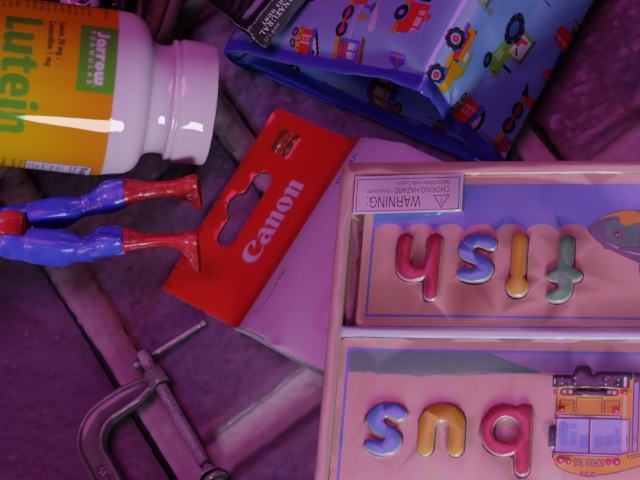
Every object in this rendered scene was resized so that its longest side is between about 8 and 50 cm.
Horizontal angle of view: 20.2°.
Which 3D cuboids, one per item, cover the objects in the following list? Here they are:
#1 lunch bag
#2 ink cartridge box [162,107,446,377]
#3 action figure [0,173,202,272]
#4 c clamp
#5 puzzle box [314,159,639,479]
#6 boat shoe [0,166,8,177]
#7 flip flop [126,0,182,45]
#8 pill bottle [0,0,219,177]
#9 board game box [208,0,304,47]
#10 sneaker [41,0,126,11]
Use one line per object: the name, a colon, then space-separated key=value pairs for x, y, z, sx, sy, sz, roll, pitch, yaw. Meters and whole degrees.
lunch bag: x=0.058 y=-0.214 z=1.446 sx=0.293 sy=0.138 sz=0.221 roll=23 pitch=78 yaw=40
ink cartridge box: x=0.000 y=0.000 z=1.398 sx=0.232 sy=0.066 sz=0.189 roll=27 pitch=78 yaw=26
action figure: x=-0.236 y=0.012 z=1.472 sx=0.280 sy=0.139 sz=0.091 roll=-1 pitch=59 yaw=0
c clamp: x=-0.122 y=0.153 z=1.389 sx=0.137 sy=0.022 sz=0.160 roll=-29 pitch=59 yaw=3
puzzle box: x=0.203 y=0.076 z=1.246 sx=0.409 sy=0.052 sz=0.272 roll=-1 pitch=69 yaw=14
boat shoe: x=-0.337 y=-0.069 z=1.542 sx=0.092 sy=0.103 sz=0.285 roll=28 pitch=75 yaw=35
flip flop: x=-0.090 y=-0.283 z=1.553 sx=0.112 sy=0.080 sz=0.277 roll=4 pitch=73 yaw=69
pill bottle: x=-0.210 y=-0.123 z=1.445 sx=0.246 sy=0.136 sz=0.136 roll=6 pitch=64 yaw=-11
board game box: x=-0.015 y=-0.251 z=1.458 sx=0.186 sy=0.026 sz=0.126 roll=-50 pitch=33 yaw=4
sneaker: x=-0.172 y=-0.267 z=1.491 sx=0.125 sy=0.321 sz=0.180 roll=12 pitch=73 yaw=-17
